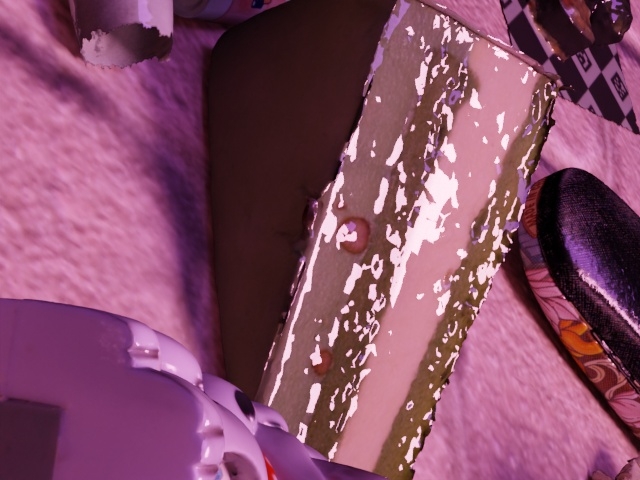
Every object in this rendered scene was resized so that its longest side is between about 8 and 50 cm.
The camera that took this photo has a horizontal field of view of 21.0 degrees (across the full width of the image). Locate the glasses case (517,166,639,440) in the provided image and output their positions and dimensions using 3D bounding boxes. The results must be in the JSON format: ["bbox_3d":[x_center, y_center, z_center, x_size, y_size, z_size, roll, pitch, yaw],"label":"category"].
[{"bbox_3d":[0.254,0.080,1.314,0.321,0.082,0.122,49,34,-24],"label":"glasses case"}]

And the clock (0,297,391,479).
[{"bbox_3d":[-0.062,0.129,0.737,0.254,0.189,0.188,19,54,-58],"label":"clock"}]

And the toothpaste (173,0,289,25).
[{"bbox_3d":[-0.029,-0.153,1.090,0.205,0.036,0.056,-10,76,-62],"label":"toothpaste"}]

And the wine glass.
[{"bbox_3d":[-0.122,-0.213,0.959,0.074,0.074,0.262,17,57,-51],"label":"wine glass"}]

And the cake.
[{"bbox_3d":[-0.001,0.006,1.011,0.158,0.172,0.283,24,83,-39],"label":"cake"}]

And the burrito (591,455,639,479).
[{"bbox_3d":[0.264,0.260,1.234,0.063,0.058,0.229,-19,84,-61],"label":"burrito"}]

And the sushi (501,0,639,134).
[{"bbox_3d":[0.222,-0.226,1.507,0.220,0.047,0.231,15,57,-52],"label":"sushi"}]
